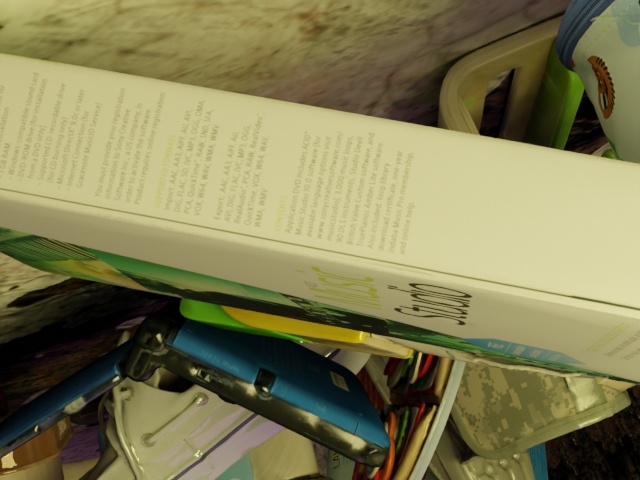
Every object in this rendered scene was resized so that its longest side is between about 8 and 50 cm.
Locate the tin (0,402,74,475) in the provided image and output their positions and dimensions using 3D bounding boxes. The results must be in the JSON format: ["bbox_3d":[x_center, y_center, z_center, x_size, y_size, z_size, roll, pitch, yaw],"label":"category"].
[{"bbox_3d":[-0.279,0.174,1.068,0.106,0.040,0.190,-6,-178,-5],"label":"tin"}]

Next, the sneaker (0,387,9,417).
[{"bbox_3d":[-0.281,0.107,0.780,0.128,0.087,0.221,-23,167,-10],"label":"sneaker"}]

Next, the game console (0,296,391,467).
[{"bbox_3d":[-0.106,0.137,0.866,0.173,0.250,0.293,-63,-177,1],"label":"game console"}]

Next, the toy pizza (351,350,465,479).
[{"bbox_3d":[0.060,0.117,0.873,0.032,0.201,0.201,22,161,-3],"label":"toy pizza"}]

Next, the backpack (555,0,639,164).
[{"bbox_3d":[0.229,-0.111,0.497,0.276,0.213,0.263,-7,154,-32],"label":"backpack"}]

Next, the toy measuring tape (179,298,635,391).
[{"bbox_3d":[0.038,0.012,0.728,0.330,0.121,0.121,6,-173,35],"label":"toy measuring tape"}]

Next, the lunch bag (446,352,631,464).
[{"bbox_3d":[0.175,0.080,1.151,0.169,0.235,0.287,-19,168,-5],"label":"lunch bag"}]

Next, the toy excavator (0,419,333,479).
[{"bbox_3d":[-0.207,0.276,1.425,0.445,0.222,0.433,-11,164,-16],"label":"toy excavator"}]

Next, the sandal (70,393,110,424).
[{"bbox_3d":[-0.157,0.174,1.263,0.219,0.060,0.090,-9,-175,-27],"label":"sandal"}]

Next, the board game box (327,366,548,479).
[{"bbox_3d":[0.139,0.223,1.549,0.086,0.308,0.302,28,137,-32],"label":"board game box"}]

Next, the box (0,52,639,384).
[{"bbox_3d":[0.000,0.000,0.512,0.322,0.058,0.232,12,170,8],"label":"box"}]

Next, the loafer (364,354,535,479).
[{"bbox_3d":[0.133,0.192,1.349,0.112,0.319,0.111,-11,157,-41],"label":"loafer"}]

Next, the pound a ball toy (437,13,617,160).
[{"bbox_3d":[0.150,-0.005,0.807,0.136,0.208,0.319,-24,169,0],"label":"pound a ball toy"}]

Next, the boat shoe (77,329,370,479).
[{"bbox_3d":[-0.140,0.145,1.091,0.367,0.156,0.136,-36,-165,6],"label":"boat shoe"}]
